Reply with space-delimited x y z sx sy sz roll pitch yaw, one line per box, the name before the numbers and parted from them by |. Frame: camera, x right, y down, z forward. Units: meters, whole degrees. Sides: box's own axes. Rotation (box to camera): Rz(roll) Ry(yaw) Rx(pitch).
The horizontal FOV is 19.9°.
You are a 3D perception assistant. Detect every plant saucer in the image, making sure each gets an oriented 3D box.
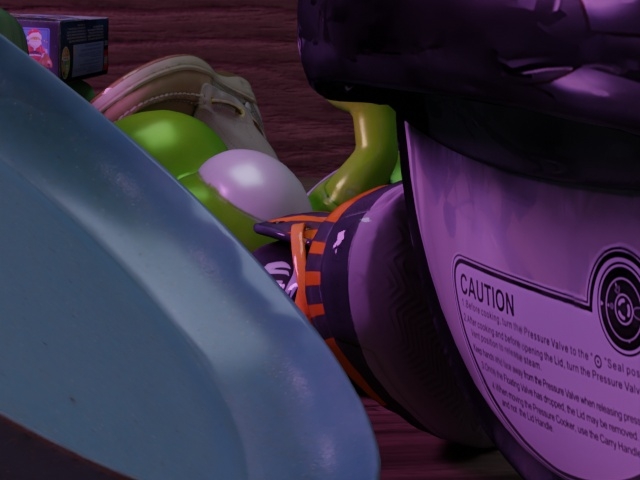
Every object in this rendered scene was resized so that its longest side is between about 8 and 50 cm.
plant saucer | -0.118 -0.014 0.531 0.317 0.044 0.317 38 12 -9

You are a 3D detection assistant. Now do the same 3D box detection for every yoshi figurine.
yoshi figurine | -0.009 -0.023 1.187 0.362 0.204 0.203 -1 -9 -30

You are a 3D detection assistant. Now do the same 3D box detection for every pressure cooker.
pressure cooker | 0.206 -0.074 0.652 0.420 0.375 0.370 -1 -35 -23

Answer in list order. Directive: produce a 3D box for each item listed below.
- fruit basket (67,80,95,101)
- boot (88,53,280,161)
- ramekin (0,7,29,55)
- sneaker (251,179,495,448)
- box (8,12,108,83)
fruit basket | -0.229 -0.028 1.416 0.327 0.165 0.353 8 -10 34
boot | -0.074 -0.040 1.286 0.077 0.165 0.213 -30 -12 19
ramekin | -0.305 -0.055 1.058 0.303 0.148 0.303 -3 -4 0
sneaker | 0.020 0.037 0.911 0.180 0.125 0.321 2 -8 23
box | -0.278 -0.138 1.272 0.233 0.044 0.159 3 9 5
